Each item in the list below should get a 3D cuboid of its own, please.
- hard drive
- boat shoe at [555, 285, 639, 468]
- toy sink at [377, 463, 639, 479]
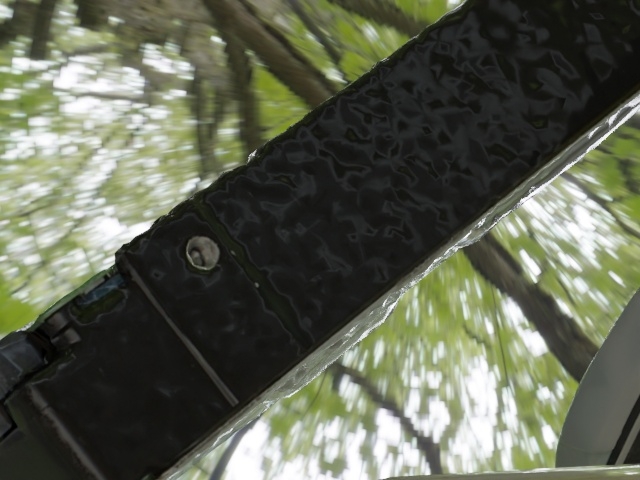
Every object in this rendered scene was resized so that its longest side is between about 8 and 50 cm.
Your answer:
[{"bbox_3d":[0.000,0.000,0.671,0.339,0.237,0.064,-37,-92,-33],"label":"hard drive"},{"bbox_3d":[0.193,0.156,1.049,0.119,0.121,0.335,31,-54,32],"label":"boat shoe"},{"bbox_3d":[0.097,0.178,0.442,0.153,0.131,0.234,0,-80,-17],"label":"toy sink"}]
